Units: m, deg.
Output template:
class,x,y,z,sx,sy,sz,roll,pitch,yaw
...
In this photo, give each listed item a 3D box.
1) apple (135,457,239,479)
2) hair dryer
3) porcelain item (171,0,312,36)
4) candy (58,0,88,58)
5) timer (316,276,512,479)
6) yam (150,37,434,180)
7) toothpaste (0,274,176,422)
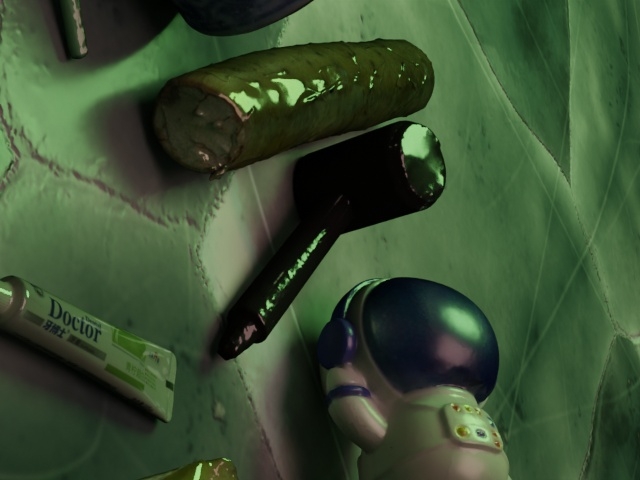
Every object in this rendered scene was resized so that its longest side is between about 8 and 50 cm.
class,x,y,z,sx,sy,sz,roll,pitch,yaw
apple,-0.119,0.257,0.749,0.193,0.120,0.265,2,76,-47
hair dryer,-0.001,0.000,1.064,0.071,0.114,0.248,58,42,-18
porcelain item,-0.056,-0.226,0.988,0.114,0.147,0.147,58,35,-34
candy,-0.171,-0.266,0.897,0.091,0.083,0.306,-52,135,-74
timer,0.082,0.192,1.033,0.270,0.270,0.384,39,34,-49
yam,-0.005,-0.114,1.118,0.371,0.083,0.083,-26,103,-61
toothpaste,-0.141,0.061,0.863,0.197,0.029,0.048,39,49,-53
